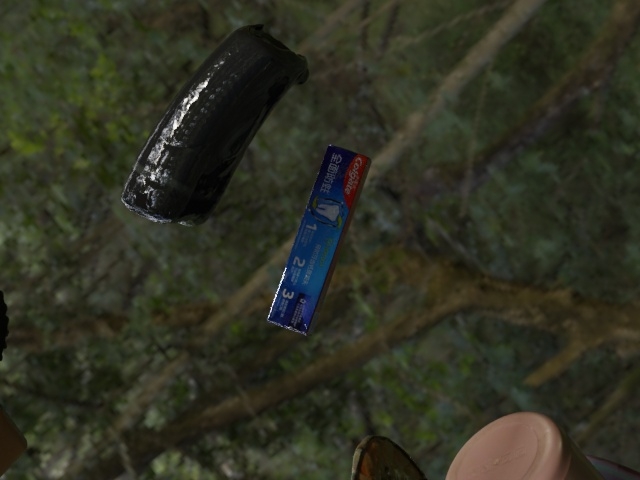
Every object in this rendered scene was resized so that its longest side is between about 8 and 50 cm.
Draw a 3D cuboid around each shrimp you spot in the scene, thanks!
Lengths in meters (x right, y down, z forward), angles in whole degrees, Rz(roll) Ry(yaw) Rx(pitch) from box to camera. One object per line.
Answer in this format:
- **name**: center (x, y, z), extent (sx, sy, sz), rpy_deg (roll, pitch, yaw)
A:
- **shrimp**: center (0.089, 0.276, 1.251), extent (0.195, 0.035, 0.148), rpy_deg (49, -154, -14)

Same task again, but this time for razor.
- **razor**: center (-0.164, -0.176, 2.089), extent (0.113, 0.349, 0.204), rpy_deg (39, -170, 21)

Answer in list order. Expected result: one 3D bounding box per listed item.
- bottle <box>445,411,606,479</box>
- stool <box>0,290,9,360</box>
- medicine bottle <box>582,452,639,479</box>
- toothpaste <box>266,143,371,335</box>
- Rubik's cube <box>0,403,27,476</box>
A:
- **bottle**: center (0.305, 0.370, 1.653), extent (0.297, 0.173, 0.206), rpy_deg (49, 174, -24)
- **stool**: center (-0.747, 0.155, 2.281), extent (0.297, 0.330, 0.297), rpy_deg (24, -122, -45)
- **medicine bottle**: center (0.388, 0.382, 1.880), extent (0.119, 0.094, 0.188), rpy_deg (19, 152, 13)
- **toothpaste**: center (-0.001, 0.000, 2.283), extent (0.076, 0.320, 0.066), rpy_deg (19, 177, 10)
- **Rubik's cube**: center (-0.658, 0.232, 1.753), extent (0.347, 0.347, 0.344), rpy_deg (26, 153, 28)
